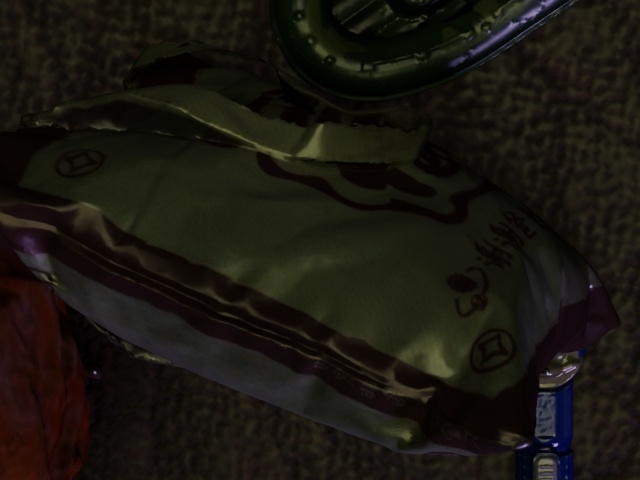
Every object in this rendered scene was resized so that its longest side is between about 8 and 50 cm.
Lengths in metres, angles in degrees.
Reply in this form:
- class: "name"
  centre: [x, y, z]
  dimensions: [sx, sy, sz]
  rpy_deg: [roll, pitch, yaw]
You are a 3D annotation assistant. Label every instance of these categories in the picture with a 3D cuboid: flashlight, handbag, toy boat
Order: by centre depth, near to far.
- class: "handbag"
  centre: [0.000, 0.000, 0.655]
  dimensions: [0.235, 0.213, 0.127]
  rpy_deg: [28, 111, 11]
- class: "toy boat"
  centre: [0.071, -0.139, 0.724]
  dimensions: [0.210, 0.052, 0.104]
  rpy_deg: [-34, 94, 8]
- class: "flashlight"
  centre: [0.101, 0.079, 0.751]
  dimensions: [0.057, 0.035, 0.121]
  rpy_deg: [0, 96, 5]

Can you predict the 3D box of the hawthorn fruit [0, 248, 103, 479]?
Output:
- class: "hawthorn fruit"
  centre: [-0.175, 0.059, 0.691]
  dimensions: [0.207, 0.243, 0.208]
  rpy_deg: [3, 96, 34]
